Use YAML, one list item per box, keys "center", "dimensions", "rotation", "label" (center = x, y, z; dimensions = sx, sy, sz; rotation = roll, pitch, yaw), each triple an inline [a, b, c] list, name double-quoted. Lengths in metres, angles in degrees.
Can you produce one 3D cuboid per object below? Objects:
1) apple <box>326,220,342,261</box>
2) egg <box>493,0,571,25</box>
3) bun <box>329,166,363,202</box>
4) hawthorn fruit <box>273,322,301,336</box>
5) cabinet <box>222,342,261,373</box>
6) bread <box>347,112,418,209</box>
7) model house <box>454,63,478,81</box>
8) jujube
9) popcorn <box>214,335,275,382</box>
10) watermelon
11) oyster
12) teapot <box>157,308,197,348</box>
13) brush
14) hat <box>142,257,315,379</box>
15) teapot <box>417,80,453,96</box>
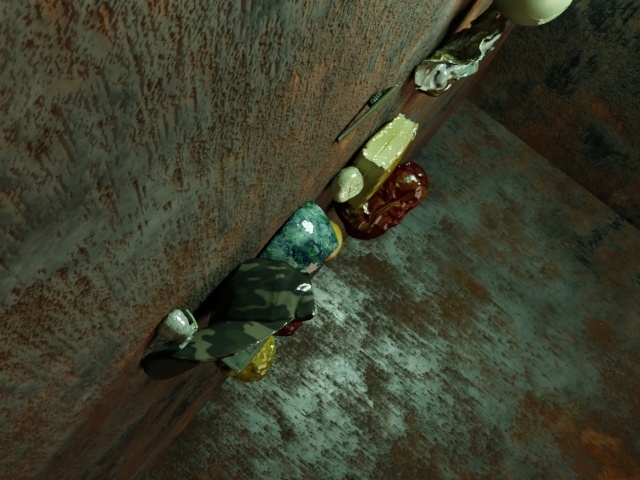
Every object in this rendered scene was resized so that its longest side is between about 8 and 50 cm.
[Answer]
- center: [0.000, 0.000, 2.026]
  dimensions: [0.146, 0.146, 0.146]
  rotation: [-50, 175, -6]
  label: "apple"
- center: [0.545, -0.664, 1.680]
  dimensions: [0.219, 0.219, 0.269]
  rotation: [-53, 174, 19]
  label: "egg"
- center: [0.071, -0.166, 1.897]
  dimensions: [0.115, 0.069, 0.115]
  rotation: [-33, 154, -19]
  label: "bun"
- center: [-0.133, 0.201, 2.162]
  dimensions: [0.189, 0.189, 0.251]
  rotation: [-46, 158, -44]
  label: "hawthorn fruit"
- center: [-0.213, 0.245, 1.889]
  dimensions: [0.206, 0.145, 0.150]
  rotation: [-52, 175, 6]
  label: "cabinet"
- center: [0.179, -0.247, 2.016]
  dimensions: [0.246, 0.111, 0.239]
  rotation: [-49, 176, -34]
  label: "bread"
- center: [0.439, -0.579, 2.118]
  dimensions: [0.165, 0.106, 0.152]
  rotation: [-16, -162, 15]
  label: "model house"
- center: [0.214, -0.137, 2.249]
  dimensions: [0.342, 0.216, 0.216]
  rotation: [-35, -179, 23]
  label: "jujube"
- center: [-0.244, 0.347, 2.065]
  dimensions: [0.203, 0.200, 0.226]
  rotation: [-43, 163, -57]
  label: "popcorn"
- center: [-0.081, 0.053, 1.791]
  dimensions: [0.318, 0.148, 0.226]
  rotation: [-49, -178, -3]
  label: "watermelon"
- center: [0.399, -0.537, 1.834]
  dimensions: [0.351, 0.115, 0.238]
  rotation: [-45, 179, 2]
  label: "oyster"
- center: [-0.277, 0.173, 1.306]
  dimensions: [0.064, 0.064, 0.083]
  rotation: [-54, 174, 38]
  label: "teapot"
- center: [0.102, -0.298, 1.520]
  dimensions: [0.190, 0.027, 0.034]
  rotation: [-43, 170, -3]
  label: "brush"
- center: [-0.218, 0.161, 1.483]
  dimensions: [0.381, 0.257, 0.366]
  rotation: [4, 158, -41]
  label: "hat"
- center: [0.354, -0.497, 2.037]
  dimensions: [0.129, 0.078, 0.098]
  rotation: [-36, 129, -19]
  label: "teapot"
